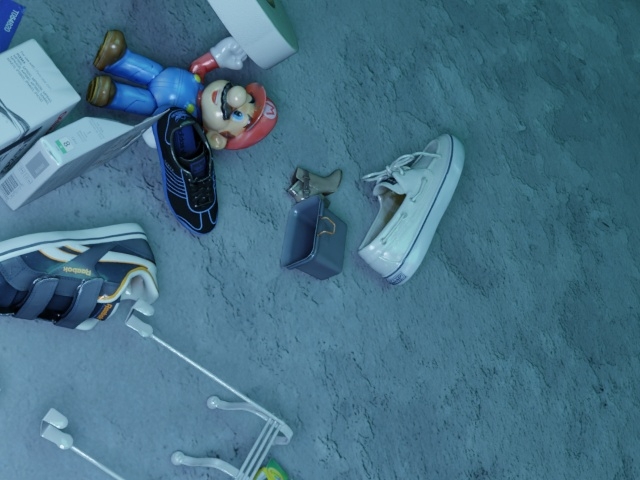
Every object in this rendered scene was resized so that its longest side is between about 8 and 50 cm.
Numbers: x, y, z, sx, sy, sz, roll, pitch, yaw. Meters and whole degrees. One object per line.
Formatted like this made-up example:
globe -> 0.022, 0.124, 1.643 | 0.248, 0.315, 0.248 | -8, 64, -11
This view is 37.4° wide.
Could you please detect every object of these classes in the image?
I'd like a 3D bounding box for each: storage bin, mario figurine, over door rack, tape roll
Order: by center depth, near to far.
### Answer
over door rack -> -0.218, 0.276, 1.359 | 0.324, 0.108, 0.239 | 42, 47, -12
mario figurine -> -0.214, -0.253, 1.587 | 0.320, 0.198, 0.170 | 14, 19, -25
tape roll -> -0.164, -0.486, 1.680 | 0.392, 0.072, 0.392 | 57, 12, -18
storage bin -> 0.000, 0.000, 1.690 | 0.091, 0.098, 0.135 | 32, 51, -34

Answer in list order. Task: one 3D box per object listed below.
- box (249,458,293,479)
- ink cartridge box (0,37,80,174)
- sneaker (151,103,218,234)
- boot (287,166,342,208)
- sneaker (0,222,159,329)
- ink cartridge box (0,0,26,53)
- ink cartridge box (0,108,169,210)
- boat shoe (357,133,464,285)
box -> -0.093, 0.426, 1.424 | 0.105, 0.043, 0.179 | 48, 50, -7
ink cartridge box -> -0.493, -0.142, 1.306 | 0.114, 0.197, 0.273 | 51, 48, -6
sneaker -> -0.207, -0.102, 1.514 | 0.081, 0.090, 0.232 | -28, 121, -20
boot -> -0.012, -0.110, 1.767 | 0.087, 0.042, 0.118 | 34, 50, -16
sneaker -> -0.366, 0.061, 1.347 | 0.321, 0.126, 0.127 | -13, 70, -43
ink cartridge box -> -0.582, -0.349, 1.449 | 0.224, 0.045, 0.223 | 27, 53, -25
ink cartridge box -> -0.357, -0.139, 1.421 | 0.056, 0.181, 0.224 | 55, 47, -5
boat shoe -> 0.157, -0.096, 1.841 | 0.156, 0.136, 0.367 | 35, 60, -14
